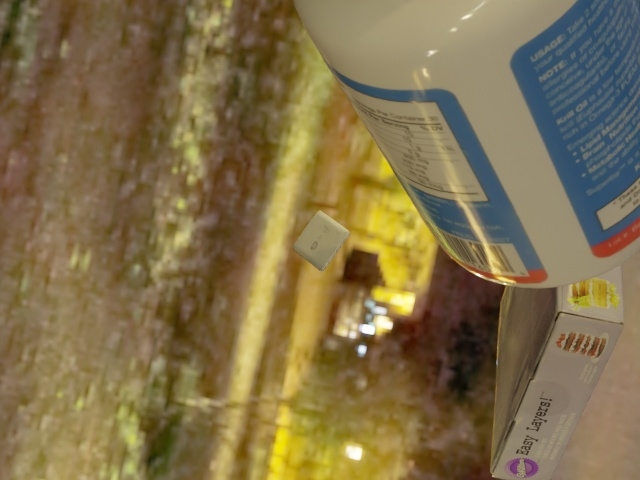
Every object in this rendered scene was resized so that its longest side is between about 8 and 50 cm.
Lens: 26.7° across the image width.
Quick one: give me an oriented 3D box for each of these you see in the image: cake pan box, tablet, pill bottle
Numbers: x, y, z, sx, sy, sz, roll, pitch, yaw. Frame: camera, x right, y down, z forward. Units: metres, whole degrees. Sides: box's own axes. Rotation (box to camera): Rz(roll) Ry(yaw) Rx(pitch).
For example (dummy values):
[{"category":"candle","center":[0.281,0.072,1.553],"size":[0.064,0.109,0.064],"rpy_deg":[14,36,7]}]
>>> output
[{"category":"cake pan box","center":[0.231,0.076,1.347],"size":[0.246,0.070,0.267],"rpy_deg":[-76,179,-47]},{"category":"tablet","center":[0.000,0.000,1.495],"size":[0.054,0.006,0.083],"rpy_deg":[-55,-150,2]},{"category":"pill bottle","center":[0.064,-0.088,0.529],"size":[0.221,0.124,0.124],"rpy_deg":[55,40,-47]}]
